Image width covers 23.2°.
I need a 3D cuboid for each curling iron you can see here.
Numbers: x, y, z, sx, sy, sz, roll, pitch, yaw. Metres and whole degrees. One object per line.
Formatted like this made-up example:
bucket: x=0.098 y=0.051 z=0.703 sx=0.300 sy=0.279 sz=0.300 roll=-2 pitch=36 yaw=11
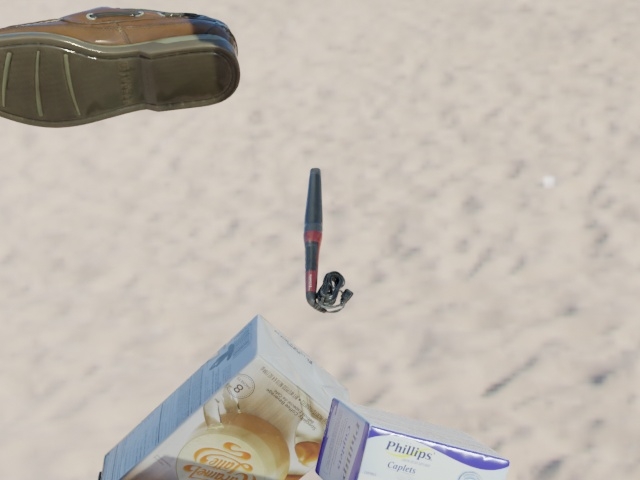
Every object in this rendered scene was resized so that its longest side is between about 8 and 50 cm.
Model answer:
curling iron: x=0.000 y=0.000 z=2.304 sx=0.068 sy=0.035 sz=0.274 roll=15 pitch=45 yaw=-25

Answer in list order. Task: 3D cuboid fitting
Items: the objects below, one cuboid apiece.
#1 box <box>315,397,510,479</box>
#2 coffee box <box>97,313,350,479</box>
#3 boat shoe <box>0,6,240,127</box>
box: x=0.074 y=0.191 z=1.313 sx=0.126 sy=0.072 sz=0.137 roll=15 pitch=0 yaw=-12
coffee box: x=-0.101 y=0.217 z=1.641 sx=0.246 sy=0.141 sz=0.098 roll=-43 pitch=19 yaw=16
boat shoe: x=-0.243 y=-0.195 z=1.695 sx=0.307 sy=0.110 sz=0.104 roll=1 pitch=37 yaw=-11
